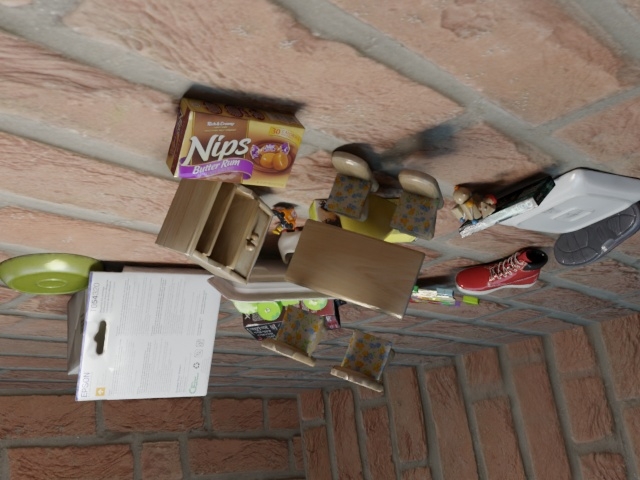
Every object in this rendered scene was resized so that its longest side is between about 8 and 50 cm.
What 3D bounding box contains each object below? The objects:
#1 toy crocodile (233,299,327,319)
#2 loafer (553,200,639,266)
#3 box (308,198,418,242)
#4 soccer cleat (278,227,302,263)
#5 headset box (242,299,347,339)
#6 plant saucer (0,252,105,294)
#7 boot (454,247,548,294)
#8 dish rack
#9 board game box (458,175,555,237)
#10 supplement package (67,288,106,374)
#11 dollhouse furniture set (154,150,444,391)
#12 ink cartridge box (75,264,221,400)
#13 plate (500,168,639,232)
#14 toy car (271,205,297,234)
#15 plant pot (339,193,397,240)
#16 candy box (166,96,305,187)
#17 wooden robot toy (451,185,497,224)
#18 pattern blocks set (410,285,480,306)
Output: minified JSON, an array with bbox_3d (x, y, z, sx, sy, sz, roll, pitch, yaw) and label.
[{"bbox_3d":[-0.071,0.127,1.942,0.340,0.105,0.115,-15,-158,19],"label":"toy crocodile"},{"bbox_3d":[0.710,-0.012,1.817,0.095,0.109,0.302,-3,159,-24],"label":"loafer"},{"bbox_3d":[0.096,-0.039,1.523,0.232,0.087,0.058,-3,161,-17],"label":"box"},{"bbox_3d":[0.000,0.000,1.614,0.196,0.076,0.068,-14,160,18],"label":"soccer cleat"},{"bbox_3d":[-0.068,0.205,2.143,0.293,0.110,0.218,-9,162,4],"label":"headset box"},{"bbox_3d":[-0.623,0.085,1.692,0.240,0.037,0.241,-7,162,-2],"label":"plant saucer"},{"bbox_3d":[0.504,0.078,2.047,0.244,0.088,0.176,-7,154,-2],"label":"boot"},{"bbox_3d":[-0.079,0.079,1.700,0.332,0.072,0.285,0,-173,-21],"label":"dish rack"},{"bbox_3d":[0.390,-0.070,1.531,0.186,0.026,0.126,-26,-172,41],"label":"board game box"},{"bbox_3d":[-0.511,0.236,1.922,0.262,0.199,0.198,5,158,-31],"label":"supplement package"},{"bbox_3d":[-0.032,0.013,1.245,0.394,0.362,0.256,17,169,20],"label":"dollhouse furniture set"},{"bbox_3d":[-0.416,0.224,1.776,0.330,0.324,0.071,5,-168,-28],"label":"ink cartridge box"},{"bbox_3d":[0.568,-0.076,1.661,0.278,0.045,0.277,6,158,-32],"label":"plate"},{"bbox_3d":[-0.082,-0.050,1.530,0.040,0.060,0.122,-47,-167,-17],"label":"toy car"},{"bbox_3d":[0.093,-0.038,1.423,0.134,0.095,0.134,-43,175,-5],"label":"plant pot"},{"bbox_3d":[-0.128,-0.145,1.101,0.186,0.053,0.109,4,122,-31],"label":"candy box"},{"bbox_3d":[0.309,-0.087,1.517,0.076,0.079,0.173,-40,-174,-1],"label":"wooden robot toy"},{"bbox_3d":[0.334,0.172,2.202,0.285,0.026,0.325,3,169,27],"label":"pattern blocks set"}]
